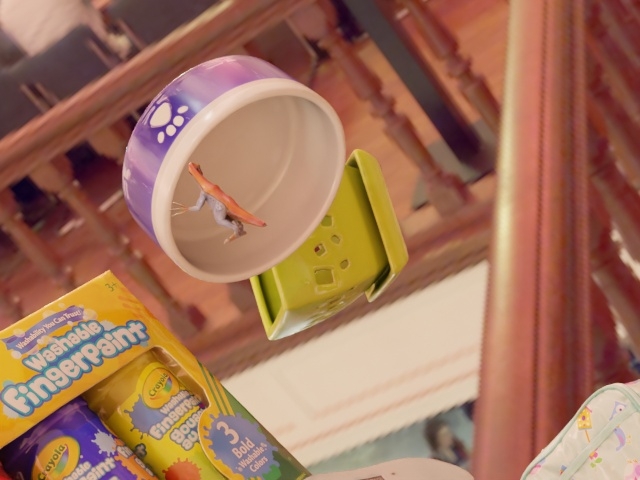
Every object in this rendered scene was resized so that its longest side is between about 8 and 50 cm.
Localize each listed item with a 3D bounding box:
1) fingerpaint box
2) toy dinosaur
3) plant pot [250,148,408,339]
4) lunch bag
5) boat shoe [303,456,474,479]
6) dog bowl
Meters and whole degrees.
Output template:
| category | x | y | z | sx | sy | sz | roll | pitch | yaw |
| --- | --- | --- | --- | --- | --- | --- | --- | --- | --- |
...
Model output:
| category | x | y | z | sx | sy | sz | roll | pitch | yaw |
| --- | --- | --- | --- | --- | --- | --- | --- | --- | --- |
| fingerpaint box | -0.279 | 0.278 | 1.456 | 0.163 | 0.371 | 0.445 | -52 | -11 | 35 |
| toy dinosaur | -0.092 | -0.040 | 1.187 | 0.090 | 0.082 | 0.047 | -21 | 3 | 29 |
| plant pot | 0.000 | 0.000 | 1.901 | 0.207 | 0.227 | 0.228 | -15 | -13 | -13 |
| lunch bag | 0.391 | 0.329 | 1.694 | 0.108 | 0.224 | 0.279 | -6 | -40 | -44 |
| boat shoe | 0.062 | 0.269 | 1.270 | 0.183 | 0.083 | 0.065 | -2 | 22 | -19 |
| dog bowl | -0.103 | -0.086 | 1.554 | 0.265 | 0.265 | 0.104 | -43 | 51 | -10 |
